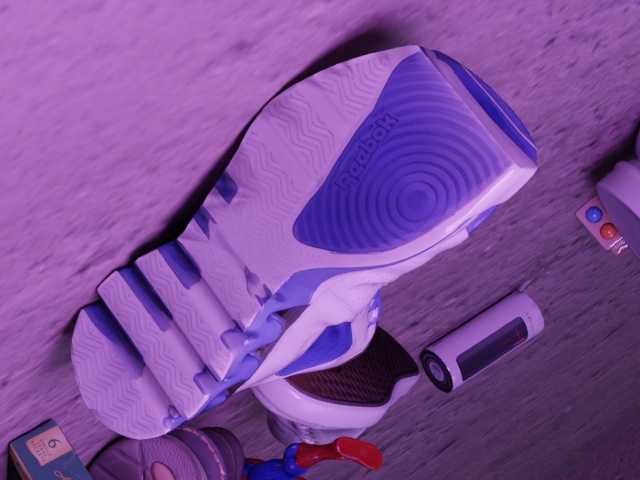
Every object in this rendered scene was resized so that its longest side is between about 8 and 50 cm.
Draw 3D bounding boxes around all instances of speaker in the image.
[{"bbox_3d":[0.177,0.109,1.654,0.136,0.055,0.055,-30,160,-24],"label":"speaker"}]

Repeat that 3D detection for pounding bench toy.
[{"bbox_3d":[0.315,-0.011,1.579,0.052,0.083,0.065,-42,162,12],"label":"pounding bench toy"}]

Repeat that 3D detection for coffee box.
[{"bbox_3d":[-0.190,0.218,1.122,0.040,0.113,0.184,-26,160,-26],"label":"coffee box"}]

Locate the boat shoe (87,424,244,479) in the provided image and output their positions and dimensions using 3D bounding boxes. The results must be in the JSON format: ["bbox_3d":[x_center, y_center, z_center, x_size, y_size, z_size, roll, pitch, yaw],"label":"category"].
[{"bbox_3d":[-0.168,0.286,1.294,0.130,0.132,0.355,-14,151,-51],"label":"boat shoe"}]

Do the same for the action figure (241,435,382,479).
[{"bbox_3d":[-0.031,0.236,1.328,0.280,0.139,0.091,-13,-131,51],"label":"action figure"}]

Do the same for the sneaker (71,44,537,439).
[{"bbox_3d":[-0.001,0.001,0.969,0.315,0.127,0.182,-38,167,22],"label":"sneaker"}]

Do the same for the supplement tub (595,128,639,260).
[{"bbox_3d":[0.450,-0.078,1.423,0.331,0.241,0.241,-39,162,1],"label":"supplement tub"}]

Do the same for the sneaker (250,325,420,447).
[{"bbox_3d":[-0.005,0.142,1.296,0.123,0.106,0.290,-45,162,13],"label":"sneaker"}]
